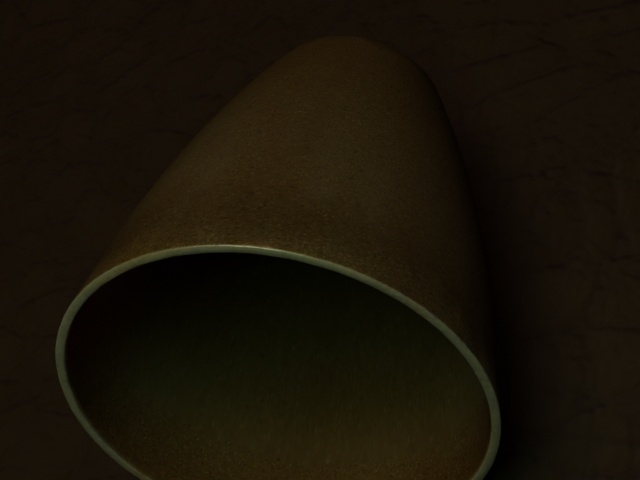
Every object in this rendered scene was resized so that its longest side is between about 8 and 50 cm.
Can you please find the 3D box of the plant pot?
[{"bbox_3d":[0.000,0.000,0.778,0.237,0.237,0.254,-7,42,23],"label":"plant pot"}]
